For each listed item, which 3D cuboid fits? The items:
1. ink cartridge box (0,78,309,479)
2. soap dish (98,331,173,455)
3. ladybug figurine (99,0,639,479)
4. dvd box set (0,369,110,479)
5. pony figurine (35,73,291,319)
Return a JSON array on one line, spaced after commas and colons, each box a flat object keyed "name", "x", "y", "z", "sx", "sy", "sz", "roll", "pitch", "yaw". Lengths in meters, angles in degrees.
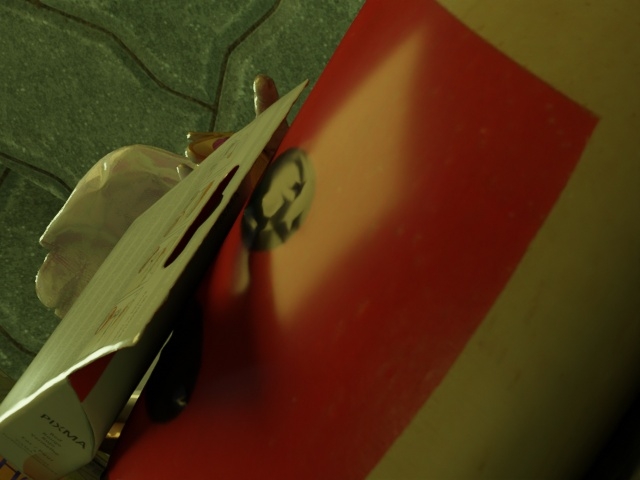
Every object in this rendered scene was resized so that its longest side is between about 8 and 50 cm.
[{"name": "ink cartridge box", "x": -0.066, "y": 0.023, "z": 0.567, "sx": 0.179, "sy": 0.045, "sz": 0.145, "roll": -28, "pitch": 25, "yaw": 53}, {"name": "soap dish", "x": -0.042, "y": 0.099, "z": 1.118, "sx": 0.291, "sy": 0.118, "sz": 0.229, "roll": -2, "pitch": 42, "yaw": 35}, {"name": "ladybug figurine", "x": 0.035, "y": 0.034, "z": 0.579, "sx": 0.449, "sy": 0.162, "sz": 0.305, "roll": -60, "pitch": 0, "yaw": 11}, {"name": "dvd box set", "x": -0.210, "y": 0.205, "z": 1.092, "sx": 0.062, "sy": 0.420, "sz": 0.307, "roll": -51, "pitch": -1, "yaw": -7}, {"name": "pony figurine", "x": 0.000, "y": 0.000, "z": 0.868, "sx": 0.363, "sy": 0.303, "sz": 0.351, "roll": -24, "pitch": -28, "yaw": -45}]
